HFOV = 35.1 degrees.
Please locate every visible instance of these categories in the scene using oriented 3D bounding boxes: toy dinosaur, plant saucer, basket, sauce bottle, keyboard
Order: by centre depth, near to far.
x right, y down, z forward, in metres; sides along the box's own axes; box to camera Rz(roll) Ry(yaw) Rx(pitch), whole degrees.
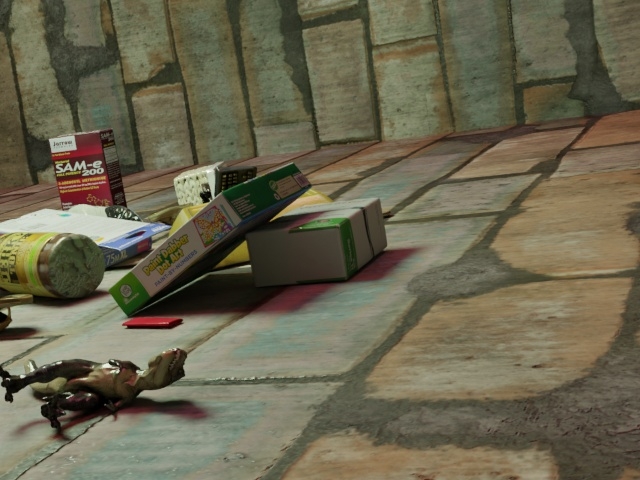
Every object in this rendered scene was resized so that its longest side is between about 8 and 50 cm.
[{"bbox_3d":[-0.258,0.148,1.045,0.268,0.064,0.118,-5,4,36],"label":"toy dinosaur"},{"bbox_3d":[-0.502,0.040,1.724,0.344,0.111,0.111,-1,13,45],"label":"sauce bottle"},{"bbox_3d":[-0.123,-0.034,1.841,0.333,0.080,0.333,-13,11,-9],"label":"plant saucer"},{"bbox_3d":[-0.182,-0.076,1.968,0.108,0.180,0.023,-3,49,-11],"label":"keyboard"},{"bbox_3d":[-0.273,-0.116,2.395,0.103,0.113,0.167,-12,10,7],"label":"basket"}]

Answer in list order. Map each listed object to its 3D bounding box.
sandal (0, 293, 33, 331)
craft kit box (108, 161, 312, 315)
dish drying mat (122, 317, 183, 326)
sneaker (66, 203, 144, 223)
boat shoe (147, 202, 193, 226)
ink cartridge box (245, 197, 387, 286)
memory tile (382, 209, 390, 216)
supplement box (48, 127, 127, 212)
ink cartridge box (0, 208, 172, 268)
[{"bbox_3d":[-0.487,0.116,1.474,0.180,0.049,0.072,-21,0,21],"label":"sandal"},{"bbox_3d":[-0.157,-0.005,1.495,0.247,0.061,0.250,-41,-4,25],"label":"craft kit box"},{"bbox_3d":[-0.226,0.110,1.362,0.083,0.008,0.032,-4,10,33],"label":"dish drying mat"},{"bbox_3d":[-0.446,-0.027,2.154,0.237,0.085,0.086,11,-21,38],"label":"sneaker"},{"bbox_3d":[-0.328,-0.053,2.263,0.050,0.045,0.135,-14,2,38],"label":"boat shoe"},{"bbox_3d":[0.000,0.000,1.550,0.153,0.086,0.208,-6,11,23],"label":"ink cartridge box"},{"bbox_3d":[0.052,-0.041,1.955,0.148,0.012,0.113,-15,11,-27],"label":"memory tile"},{"bbox_3d":[-0.514,-0.122,2.263,0.130,0.239,0.073,-7,10,16],"label":"supplement box"},{"bbox_3d":[-0.463,-0.001,1.949,0.311,0.065,0.186,5,16,23],"label":"ink cartridge box"}]
